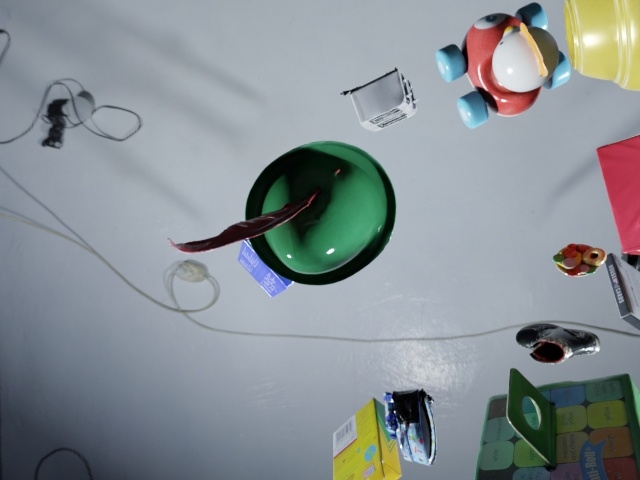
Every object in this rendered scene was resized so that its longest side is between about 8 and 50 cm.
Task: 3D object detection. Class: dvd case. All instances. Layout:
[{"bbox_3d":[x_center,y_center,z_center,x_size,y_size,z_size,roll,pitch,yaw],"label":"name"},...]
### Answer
[{"bbox_3d":[0.741,0.152,1.038,0.238,0.179,0.029,31,134,-14],"label":"dvd case"}]

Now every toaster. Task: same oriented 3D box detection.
[{"bbox_3d":[0.184,-0.410,1.375,0.185,0.168,0.110,-19,85,24],"label":"toaster"}]

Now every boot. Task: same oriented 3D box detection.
[{"bbox_3d":[0.627,0.288,1.307,0.178,0.236,0.085,-2,87,-36],"label":"boot"}]

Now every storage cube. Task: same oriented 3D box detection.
[{"bbox_3d":[0.620,-0.087,0.799,0.183,0.215,0.193,-19,75,45],"label":"storage cube"}]

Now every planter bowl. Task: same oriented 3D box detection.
[{"bbox_3d":[0.395,-0.300,0.645,0.090,0.217,0.217,-9,89,27],"label":"planter bowl"}]

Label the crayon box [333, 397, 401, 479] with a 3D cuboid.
[{"bbox_3d":[0.128,0.640,1.357,0.081,0.318,0.202,40,106,-11],"label":"crayon box"}]

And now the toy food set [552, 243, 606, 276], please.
[{"bbox_3d":[0.505,0.038,0.911,0.082,0.083,0.020,-41,130,-8],"label":"toy food set"}]

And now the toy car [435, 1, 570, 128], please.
[{"bbox_3d":[0.369,-0.356,0.884,0.219,0.238,0.210,-25,91,6],"label":"toy car"}]

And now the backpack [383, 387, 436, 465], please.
[{"bbox_3d":[0.229,0.470,1.163,0.116,0.158,0.173,-11,63,16],"label":"backpack"}]

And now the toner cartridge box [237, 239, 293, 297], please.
[{"bbox_3d":[-0.145,0.066,1.292,0.075,0.348,0.165,-41,90,-16],"label":"toner cartridge box"}]

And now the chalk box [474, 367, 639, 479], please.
[{"bbox_3d":[0.299,0.280,0.527,0.179,0.180,0.289,-25,102,34],"label":"chalk box"}]

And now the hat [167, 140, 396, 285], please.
[{"bbox_3d":[0.000,0.000,0.468,0.208,0.183,0.173,-27,107,1],"label":"hat"}]

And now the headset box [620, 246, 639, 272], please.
[{"bbox_3d":[1.066,0.030,1.429,0.293,0.110,0.218,-2,102,-10],"label":"headset box"}]
